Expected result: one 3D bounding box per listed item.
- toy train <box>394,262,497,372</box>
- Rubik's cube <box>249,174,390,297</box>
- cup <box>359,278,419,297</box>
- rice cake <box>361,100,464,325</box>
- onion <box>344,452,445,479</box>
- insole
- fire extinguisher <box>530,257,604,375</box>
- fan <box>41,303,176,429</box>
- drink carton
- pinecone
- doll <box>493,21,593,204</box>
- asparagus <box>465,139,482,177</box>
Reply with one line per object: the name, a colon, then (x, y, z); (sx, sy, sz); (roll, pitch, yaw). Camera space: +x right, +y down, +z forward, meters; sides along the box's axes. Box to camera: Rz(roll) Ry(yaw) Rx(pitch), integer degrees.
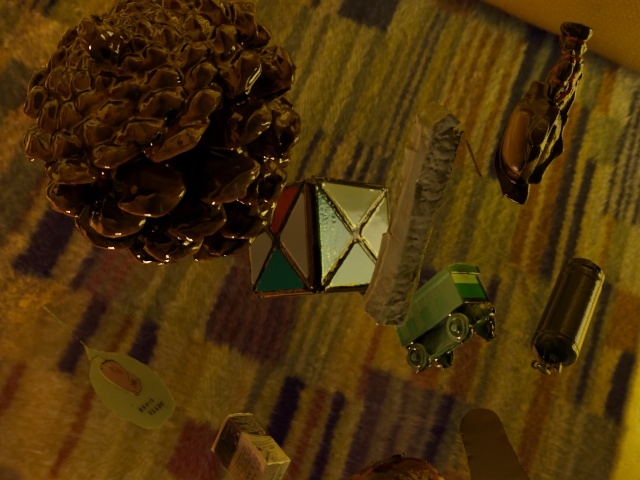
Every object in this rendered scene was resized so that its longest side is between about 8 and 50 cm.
toy train: (0.306, 0.201, 1.580); (0.120, 0.301, 0.202); (5, 54, -34)
Rubik's cube: (0.000, 0.000, 1.422); (0.248, 0.250, 0.246); (0, 83, -40)
cup: (0.187, 0.051, 1.804); (0.185, 0.226, 0.241); (-33, 90, 19)
rice cake: (0.132, -0.030, 0.908); (0.063, 0.066, 0.336); (4, 114, -23)
onion: (0.103, 0.437, 0.907); (0.252, 0.252, 0.219); (-37, 61, -17)
insole: (0.300, 0.405, 1.072); (0.111, 0.327, 0.007); (-19, 117, 11)
fire extinguisher: (0.511, 0.168, 1.319); (0.095, 0.114, 0.311); (14, 52, 30)
fan: (-0.383, 0.215, 1.115); (0.310, 0.182, 0.010); (42, 101, 2)
drink carton: (-0.206, 0.626, 1.830); (0.222, 0.102, 0.134); (37, 106, 41)
pinecone: (-0.134, -0.095, 0.557); (0.244, 0.257, 0.243); (1, 78, -5)
doll: (0.306, -0.173, 0.877); (0.088, 0.127, 0.248); (26, 101, 39)
asparagus: (0.525, -0.282, 2.152); (0.016, 0.013, 0.166); (-7, 63, -11)
